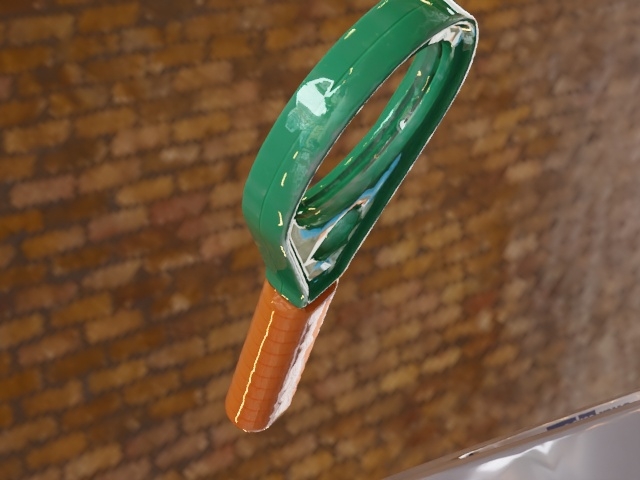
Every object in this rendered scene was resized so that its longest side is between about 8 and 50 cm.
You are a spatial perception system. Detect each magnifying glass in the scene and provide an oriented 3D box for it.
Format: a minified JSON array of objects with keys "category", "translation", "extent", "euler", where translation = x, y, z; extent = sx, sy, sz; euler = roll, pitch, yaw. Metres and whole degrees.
[{"category":"magnifying glass","translation":[0.000,0.000,0.640],"extent":[0.092,0.026,0.231],"euler":[-41,-15,-33]}]

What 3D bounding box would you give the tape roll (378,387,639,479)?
[{"category":"tape roll","translation":[0.107,0.084,0.601],"extent":[0.219,0.072,0.219],"euler":[-20,-7,-2]}]
